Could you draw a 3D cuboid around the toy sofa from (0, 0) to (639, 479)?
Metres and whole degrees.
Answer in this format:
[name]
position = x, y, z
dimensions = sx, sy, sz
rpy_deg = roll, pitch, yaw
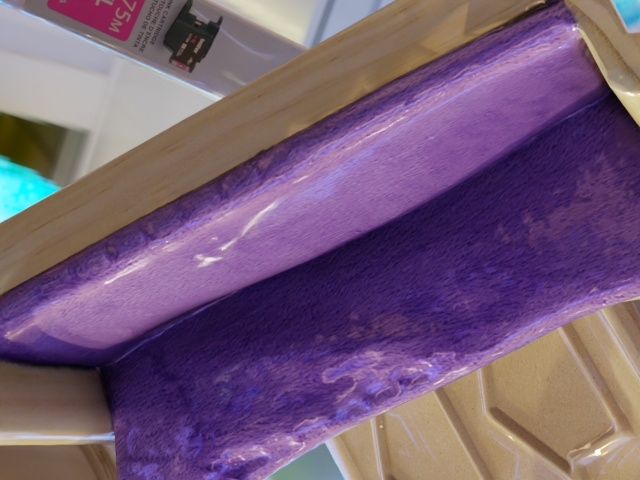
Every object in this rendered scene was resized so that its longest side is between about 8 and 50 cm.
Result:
[toy sofa]
position = 0.000, 0.000, 0.659
dimensions = 0.177, 0.362, 0.150
rpy_deg = 67, -164, 16

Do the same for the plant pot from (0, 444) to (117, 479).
[plant pot]
position = -0.283, 0.201, 0.818
dimensions = 0.323, 0.323, 0.280
rpy_deg = 32, 171, 36

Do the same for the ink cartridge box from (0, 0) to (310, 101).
[ink cartridge box]
position = -0.083, -0.133, 0.950
dimensions = 0.311, 0.065, 0.186
rpy_deg = 19, -173, -33

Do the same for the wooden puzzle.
[wooden puzzle]
position = 0.153, 0.174, 0.904
dimensions = 0.080, 0.348, 0.322
rpy_deg = -19, -107, -35
